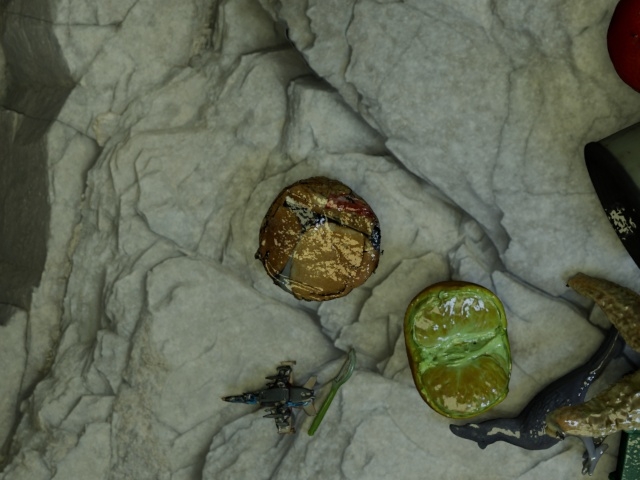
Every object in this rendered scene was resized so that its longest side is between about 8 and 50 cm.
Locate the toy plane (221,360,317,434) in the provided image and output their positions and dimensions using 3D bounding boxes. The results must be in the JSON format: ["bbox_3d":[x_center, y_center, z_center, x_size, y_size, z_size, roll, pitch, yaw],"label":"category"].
[{"bbox_3d":[-0.095,0.285,1.920,0.188,0.062,0.135,0,70,9],"label":"toy plane"}]

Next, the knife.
[{"bbox_3d":[0.024,0.279,1.927,0.026,0.022,0.184,33,100,27],"label":"knife"}]

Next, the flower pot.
[{"bbox_3d":[0.633,-0.103,1.692,0.330,0.293,0.293,-30,94,3],"label":"flower pot"}]

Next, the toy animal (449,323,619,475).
[{"bbox_3d":[0.434,0.309,1.862,0.367,0.081,0.206,-35,95,5],"label":"toy animal"}]

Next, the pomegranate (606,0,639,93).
[{"bbox_3d":[0.579,-0.328,1.701,0.235,0.210,0.210,-2,98,-19],"label":"pomegranate"}]

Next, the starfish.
[{"bbox_3d":[0.561,0.171,1.753,0.432,0.082,0.324,-6,57,1],"label":"starfish"}]

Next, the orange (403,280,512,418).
[{"bbox_3d":[0.237,0.183,1.824,0.179,0.158,0.237,-14,93,1],"label":"orange"}]

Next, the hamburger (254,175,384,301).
[{"bbox_3d":[0.000,0.000,1.851,0.231,0.107,0.231,1,102,3],"label":"hamburger"}]

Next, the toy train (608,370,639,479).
[{"bbox_3d":[0.596,0.372,1.833,0.178,0.138,0.330,8,98,11],"label":"toy train"}]
